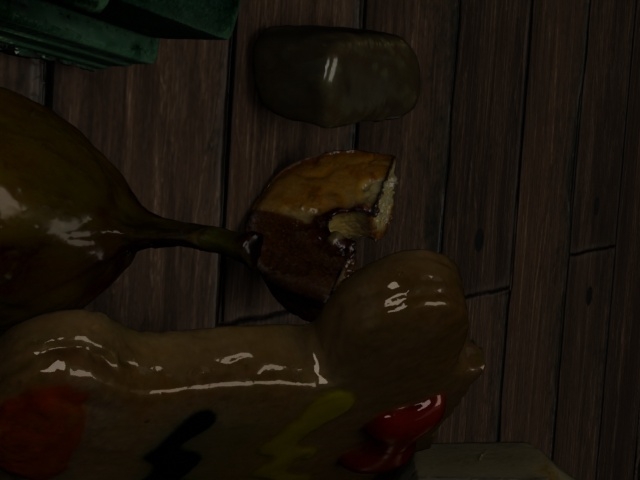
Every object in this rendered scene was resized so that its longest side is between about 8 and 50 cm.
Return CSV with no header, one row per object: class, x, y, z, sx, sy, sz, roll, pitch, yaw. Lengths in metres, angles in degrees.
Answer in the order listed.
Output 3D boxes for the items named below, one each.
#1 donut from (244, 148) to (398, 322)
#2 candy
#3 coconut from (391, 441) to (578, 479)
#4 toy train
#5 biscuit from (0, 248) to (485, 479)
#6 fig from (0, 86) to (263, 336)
donut,0.001,-0.002,1.468,0.085,0.141,0.217,80,31,-47
candy,0.021,-0.179,1.498,0.234,0.104,0.102,-17,115,-60
coconut,0.193,0.398,1.771,0.323,0.323,0.323,-21,115,-59
toy train,-0.186,-0.207,1.022,0.330,0.178,0.138,8,89,-61
biscuit,-0.073,0.143,1.038,0.368,0.394,0.076,119,-40,-50
fig,-0.193,0.008,0.969,0.190,0.290,0.190,-48,157,-28
